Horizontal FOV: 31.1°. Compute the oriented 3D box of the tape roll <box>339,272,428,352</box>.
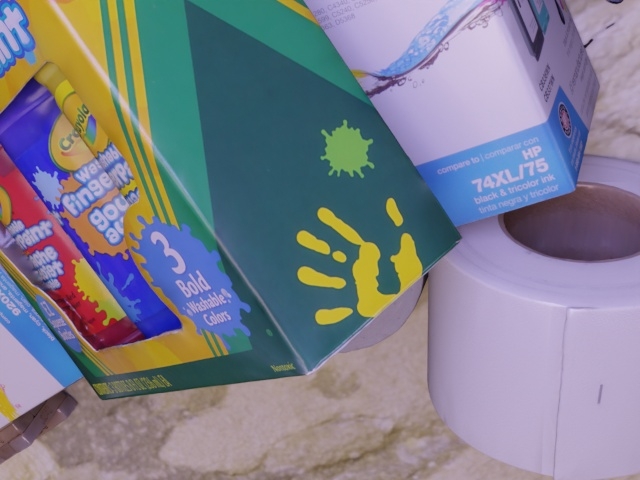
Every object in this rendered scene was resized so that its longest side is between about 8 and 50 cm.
[{"bbox_3d":[0.000,0.000,1.102,0.219,0.072,0.219,9,122,14],"label":"tape roll"}]

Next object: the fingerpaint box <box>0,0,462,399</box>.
[{"bbox_3d":[-0.160,-0.070,0.896,0.371,0.163,0.445,56,152,-9],"label":"fingerpaint box"}]

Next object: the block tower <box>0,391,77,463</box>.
[{"bbox_3d":[-0.437,0.115,1.314,0.091,0.097,0.335,-32,107,33],"label":"block tower"}]

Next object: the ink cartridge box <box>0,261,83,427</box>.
[{"bbox_3d":[-0.322,0.073,1.199,0.232,0.171,0.168,-32,106,32],"label":"ink cartridge box"}]

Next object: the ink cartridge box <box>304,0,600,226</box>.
[{"bbox_3d":[0.071,-0.168,0.895,0.197,0.198,0.270,-17,114,28],"label":"ink cartridge box"}]

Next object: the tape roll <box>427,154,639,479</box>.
[{"bbox_3d":[0.211,0.054,0.958,0.246,0.246,0.169,7,122,15],"label":"tape roll"}]

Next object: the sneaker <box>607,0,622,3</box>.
[{"bbox_3d":[0.205,-0.296,0.825,0.153,0.101,0.269,-24,113,27],"label":"sneaker"}]
